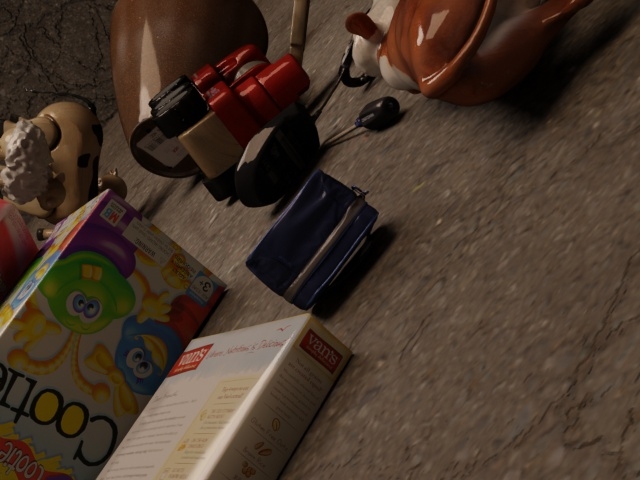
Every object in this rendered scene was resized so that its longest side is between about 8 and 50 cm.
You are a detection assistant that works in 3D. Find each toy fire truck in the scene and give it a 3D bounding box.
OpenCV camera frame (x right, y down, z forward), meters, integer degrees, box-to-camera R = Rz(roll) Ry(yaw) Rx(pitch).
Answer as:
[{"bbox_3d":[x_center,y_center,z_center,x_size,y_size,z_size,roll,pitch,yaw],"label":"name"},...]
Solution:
[{"bbox_3d":[-0.072,-0.191,1.510,0.246,0.158,0.217,-37,15,1],"label":"toy fire truck"}]

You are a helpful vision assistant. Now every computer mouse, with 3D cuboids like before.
[{"bbox_3d":[-0.010,-0.132,1.290,0.041,0.071,0.242,24,69,37],"label":"computer mouse"}]

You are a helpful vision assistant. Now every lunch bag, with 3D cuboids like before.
[{"bbox_3d":[0.000,0.000,0.953,0.098,0.065,0.067,-52,-1,-3],"label":"lunch bag"}]

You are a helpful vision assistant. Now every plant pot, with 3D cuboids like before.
[{"bbox_3d":[-0.182,-0.197,1.749,0.215,0.215,0.230,-39,32,34],"label":"plant pot"}]

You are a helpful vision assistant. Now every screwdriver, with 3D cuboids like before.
[{"bbox_3d":[0.028,-0.103,1.205,0.024,0.025,0.170,-55,16,-19],"label":"screwdriver"}]

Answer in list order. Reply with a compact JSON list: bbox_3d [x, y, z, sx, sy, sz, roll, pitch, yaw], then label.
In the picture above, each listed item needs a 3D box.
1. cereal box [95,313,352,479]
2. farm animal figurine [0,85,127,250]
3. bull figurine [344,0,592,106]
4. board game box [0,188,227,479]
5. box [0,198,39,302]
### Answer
[{"bbox_3d":[-0.093,0.159,0.854,0.173,0.047,0.240,-16,35,58],"label":"cereal box"},{"bbox_3d":[-0.344,-0.049,1.844,0.330,0.172,0.327,-82,-6,-64],"label":"farm animal figurine"},{"bbox_3d":[0.112,-0.171,0.974,0.188,0.101,0.310,-46,15,8],"label":"bull figurine"},{"bbox_3d":[-0.230,0.115,1.181,0.142,0.144,0.275,-24,29,57],"label":"board game box"},{"bbox_3d":[-0.353,0.082,1.326,0.154,0.142,0.300,-57,-24,-28],"label":"box"}]
